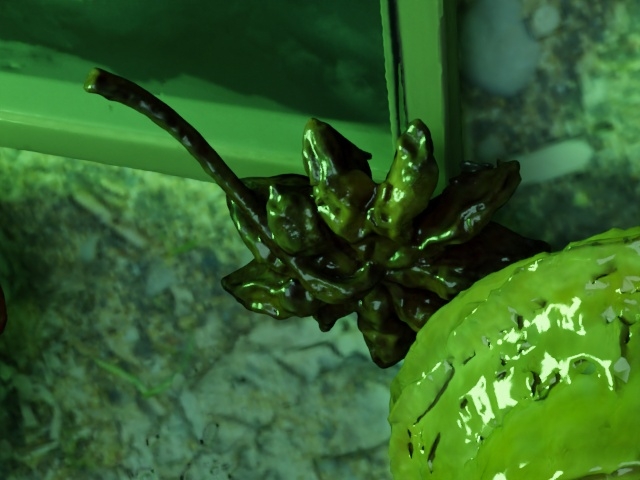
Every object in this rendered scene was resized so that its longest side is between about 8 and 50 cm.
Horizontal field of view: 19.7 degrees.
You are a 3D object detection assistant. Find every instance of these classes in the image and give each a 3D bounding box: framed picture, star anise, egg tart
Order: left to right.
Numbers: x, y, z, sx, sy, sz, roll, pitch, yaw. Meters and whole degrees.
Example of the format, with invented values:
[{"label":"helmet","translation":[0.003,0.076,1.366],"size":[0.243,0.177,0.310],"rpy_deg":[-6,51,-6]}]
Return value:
[{"label":"framed picture","translation":[-0.141,-0.178,0.949],"size":[0.446,0.028,0.326],"rpy_deg":[10,128,22]},{"label":"star anise","translation":[-0.002,-0.002,0.941],"size":[0.234,0.073,0.177],"rpy_deg":[13,138,13]},{"label":"egg tart","translation":[0.173,0.148,0.864],"size":[0.341,0.129,0.341],"rpy_deg":[11,119,20]}]

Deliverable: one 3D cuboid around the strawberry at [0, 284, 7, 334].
[{"label":"strawberry","translation":[-0.343,0.087,0.989],"size":[0.267,0.351,0.312],"rpy_deg":[42,121,18]}]
